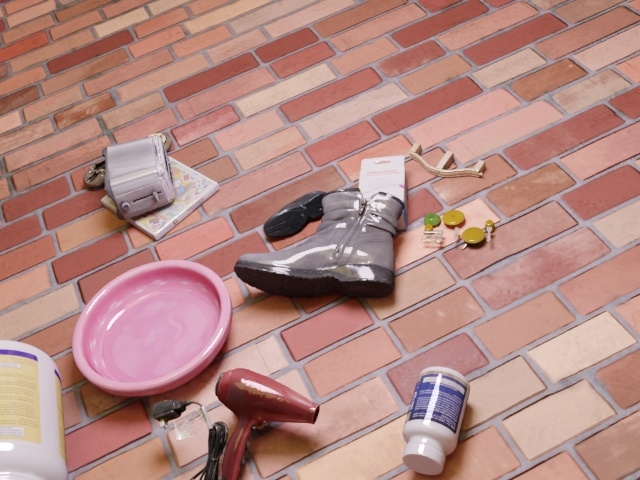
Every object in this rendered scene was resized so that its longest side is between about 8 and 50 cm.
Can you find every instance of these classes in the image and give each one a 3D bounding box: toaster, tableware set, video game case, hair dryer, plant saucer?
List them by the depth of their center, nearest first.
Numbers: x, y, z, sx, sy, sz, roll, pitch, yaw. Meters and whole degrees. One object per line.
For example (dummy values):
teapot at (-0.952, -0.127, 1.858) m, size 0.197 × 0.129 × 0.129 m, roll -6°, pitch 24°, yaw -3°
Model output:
hair dryer at (-0.138, 0.341, 1.506) m, size 0.294 × 0.080 × 0.223 m, roll -25°, pitch 77°, yaw 6°
plant saucer at (-0.334, 0.186, 1.723) m, size 0.332 × 0.084 × 0.332 m, roll -8°, pitch 45°, yaw 8°
tableware set at (0.292, -0.025, 1.792) m, size 0.154 × 0.024 × 0.104 m, roll 0°, pitch 44°, yaw 17°
toaster at (-0.433, -0.159, 2.018) m, size 0.146 × 0.129 × 0.227 m, roll -15°, pitch 42°, yaw -4°
video game case at (-0.393, -0.113, 2.066) m, size 0.227 × 0.026 × 0.206 m, roll 29°, pitch 61°, yaw 35°

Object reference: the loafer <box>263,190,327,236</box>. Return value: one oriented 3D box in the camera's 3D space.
loafer at (-0.057, -0.060, 1.906) m, size 0.170 × 0.062 × 0.061 m, roll -26°, pitch 24°, yaw -14°

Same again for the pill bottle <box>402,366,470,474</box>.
pill bottle at (0.194, 0.309, 1.446) m, size 0.094 × 0.094 × 0.169 m, roll 6°, pitch 49°, yaw 21°

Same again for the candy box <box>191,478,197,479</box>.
candy box at (-0.142, 0.454, 1.338) m, size 0.109 × 0.186 × 0.053 m, roll 16°, pitch 56°, yaw 27°

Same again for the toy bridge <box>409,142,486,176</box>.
toy bridge at (0.285, -0.175, 1.933) m, size 0.188 × 0.026 × 0.063 m, roll 20°, pitch 58°, yaw 31°

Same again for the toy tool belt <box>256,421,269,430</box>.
toy tool belt at (-0.133, 0.311, 1.568) m, size 0.052 × 0.051 × 0.083 m, roll -31°, pitch 47°, yaw -14°

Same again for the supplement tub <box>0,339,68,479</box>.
supplement tub at (-0.579, 0.370, 1.506) m, size 0.241 × 0.241 × 0.331 m, roll -19°, pitch 45°, yaw -3°

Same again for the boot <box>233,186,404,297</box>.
boot at (0.000, 0.000, 1.757) m, size 0.338 × 0.118 × 0.222 m, roll 4°, pitch 63°, yaw 4°

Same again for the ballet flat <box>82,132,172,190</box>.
ballet flat at (-0.497, -0.212, 2.167) m, size 0.250 × 0.058 × 0.084 m, roll -30°, pitch 47°, yaw -13°

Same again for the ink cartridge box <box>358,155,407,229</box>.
ink cartridge box at (0.140, -0.104, 1.880) m, size 0.104 × 0.061 × 0.181 m, roll -4°, pitch 47°, yaw 13°
